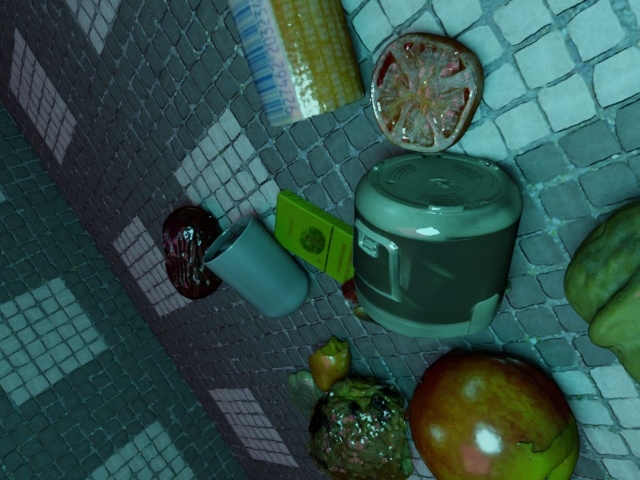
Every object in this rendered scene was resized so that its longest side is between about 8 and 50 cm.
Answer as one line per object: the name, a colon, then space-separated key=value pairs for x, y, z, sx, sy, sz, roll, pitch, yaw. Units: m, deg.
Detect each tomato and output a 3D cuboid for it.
tomato: x=0.215 y=-0.292 z=0.855 sx=0.237 sy=0.095 sz=0.236 roll=25 pitch=130 yaw=34

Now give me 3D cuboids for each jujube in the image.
jujube: x=-0.474 y=0.050 z=1.639 sx=0.258 sy=0.258 sz=0.376 roll=31 pitch=128 yaw=25

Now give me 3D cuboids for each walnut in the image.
walnut: x=0.544 y=0.080 z=0.670 sx=0.282 sy=0.253 sz=0.276 roll=40 pitch=131 yaw=21

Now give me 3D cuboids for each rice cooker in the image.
rice cooker: x=0.218 y=0.015 z=0.889 sx=0.335 sy=0.335 sz=0.325 roll=21 pitch=130 yaw=33

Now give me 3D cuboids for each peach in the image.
peach: x=0.379 y=0.417 z=1.005 sx=0.370 sy=0.370 sz=0.370 roll=24 pitch=130 yaw=31

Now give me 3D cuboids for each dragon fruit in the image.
dragon fruit: x=0.139 y=0.139 z=1.198 sx=0.106 sy=0.083 sz=0.162 roll=35 pitch=123 yaw=-22

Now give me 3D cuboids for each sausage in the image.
sausage: x=-0.050 y=-0.410 z=0.924 sx=0.233 sy=0.233 sz=0.287 roll=-2 pitch=115 yaw=44

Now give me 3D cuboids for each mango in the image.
mango: x=0.026 y=0.436 z=1.499 sx=0.154 sy=0.126 sz=0.252 roll=44 pitch=140 yaw=29

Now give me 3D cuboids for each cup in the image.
cup: x=-0.189 y=0.095 z=1.365 sx=0.205 sy=0.205 sz=0.312 roll=-17 pitch=123 yaw=48

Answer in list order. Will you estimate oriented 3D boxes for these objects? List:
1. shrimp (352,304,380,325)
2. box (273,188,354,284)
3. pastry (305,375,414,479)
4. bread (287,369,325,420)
shrimp: x=0.234 y=0.212 z=1.188 sx=0.296 sy=0.058 sz=0.169 roll=0 pitch=157 yaw=25
box: x=0.000 y=0.000 z=1.290 sx=0.335 sy=0.047 sz=0.187 roll=31 pitch=134 yaw=24
pastry: x=0.117 y=0.612 z=1.388 sx=0.338 sy=0.292 sz=0.405 roll=-4 pitch=127 yaw=14
bread: x=-0.052 y=0.651 z=1.773 sx=0.207 sy=0.056 sz=0.286 roll=-15 pitch=104 yaw=45
